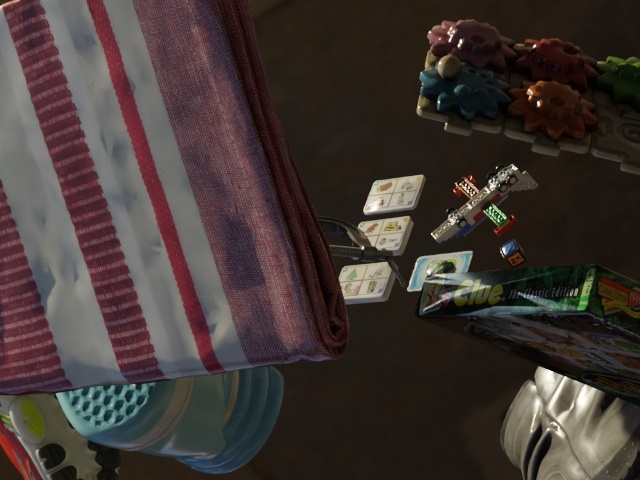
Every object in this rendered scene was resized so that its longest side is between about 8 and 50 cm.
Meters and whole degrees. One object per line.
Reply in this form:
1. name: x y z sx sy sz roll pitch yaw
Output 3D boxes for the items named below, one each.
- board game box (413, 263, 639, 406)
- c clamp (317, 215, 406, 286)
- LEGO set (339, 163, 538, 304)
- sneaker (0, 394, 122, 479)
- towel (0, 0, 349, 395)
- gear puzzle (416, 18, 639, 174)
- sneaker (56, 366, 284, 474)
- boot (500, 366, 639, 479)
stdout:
1. board game box: 0.191 0.067 0.883 0.259 0.030 0.136 22 162 -31
2. c clamp: 0.000 0.000 1.729 0.137 0.160 0.022 -114 35 -61
3. LEGO set: 0.146 -0.001 1.920 0.060 0.244 0.182 48 -131 -37
4. sneaker: -0.306 0.148 1.642 0.118 0.107 0.279 -25 89 50
5. towel: -0.140 -0.029 0.968 0.329 0.037 0.237 -10 99 41
6. gear puzzle: 0.259 -0.132 1.507 0.175 0.338 0.044 -75 -3 -53
7. sneaker: -0.141 0.061 1.321 0.208 0.127 0.319 35 -157 -48
8. boot: 0.253 0.112 1.297 0.118 0.338 0.223 26 -151 -24
